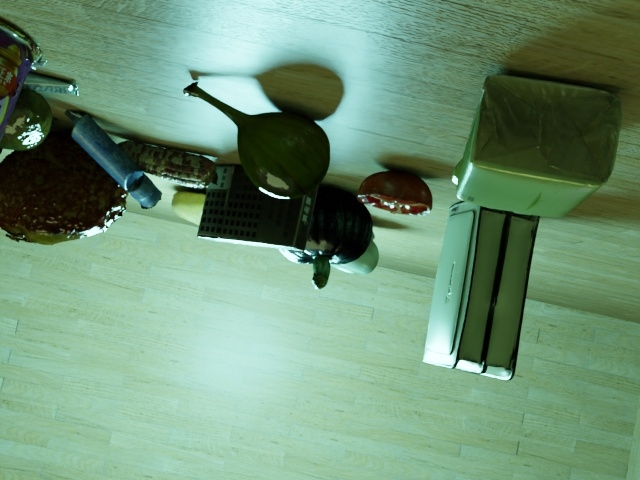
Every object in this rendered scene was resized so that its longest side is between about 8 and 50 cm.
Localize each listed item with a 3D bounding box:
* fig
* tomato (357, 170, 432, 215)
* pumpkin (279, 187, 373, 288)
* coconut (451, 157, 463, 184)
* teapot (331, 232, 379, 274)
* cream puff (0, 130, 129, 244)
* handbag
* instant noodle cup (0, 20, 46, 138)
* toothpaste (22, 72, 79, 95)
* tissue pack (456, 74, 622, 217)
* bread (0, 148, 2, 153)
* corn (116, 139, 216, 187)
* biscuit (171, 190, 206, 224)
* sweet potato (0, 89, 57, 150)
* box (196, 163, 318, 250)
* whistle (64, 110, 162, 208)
[{"bbox_3d":[-0.092,-0.179,1.312,0.151,0.151,0.259,4,143,52],"label":"fig"},{"bbox_3d":[0.150,-0.098,1.617,0.155,0.069,0.155,11,170,2],"label":"tomato"},{"bbox_3d":[0.000,0.000,1.972,0.248,0.248,0.248,12,174,1],"label":"pumpkin"},{"bbox_3d":[0.261,-0.105,1.321,0.081,0.082,0.083,34,140,25],"label":"coconut"},{"bbox_3d":[0.086,0.006,2.318,0.220,0.149,0.318,21,172,-18],"label":"teapot"},{"bbox_3d":[-0.606,-0.135,1.917,0.350,0.229,0.350,2,-152,-1],"label":"cream puff"},{"bbox_3d":[0.334,0.104,1.756,0.160,0.359,0.236,12,174,-16],"label":"handbag"},{"bbox_3d":[-0.613,-0.206,1.232,0.340,0.266,0.340,11,173,1],"label":"instant noodle cup"},{"bbox_3d":[-0.530,-0.283,1.444,0.205,0.036,0.056,9,173,-11],"label":"toothpaste"},{"bbox_3d":[0.264,-0.110,1.034,0.159,0.125,0.234,12,174,6],"label":"tissue pack"},{"bbox_3d":[-0.899,-0.236,1.872,0.376,0.208,0.251,12,170,34],"label":"bread"},{"bbox_3d":[-0.356,-0.179,1.879,0.237,0.079,0.079,17,174,3],"label":"corn"},{"bbox_3d":[-0.250,-0.063,2.552,0.446,0.104,0.429,9,174,17],"label":"biscuit"},{"bbox_3d":[-0.590,-0.237,1.617,0.130,0.130,0.422,14,180,-16],"label":"sweet potato"},{"bbox_3d":[-0.146,-0.079,1.857,0.325,0.180,0.047,6,172,42],"label":"box"},{"bbox_3d":[-0.453,-0.175,1.798,0.062,0.062,0.304,8,153,31],"label":"whistle"}]
